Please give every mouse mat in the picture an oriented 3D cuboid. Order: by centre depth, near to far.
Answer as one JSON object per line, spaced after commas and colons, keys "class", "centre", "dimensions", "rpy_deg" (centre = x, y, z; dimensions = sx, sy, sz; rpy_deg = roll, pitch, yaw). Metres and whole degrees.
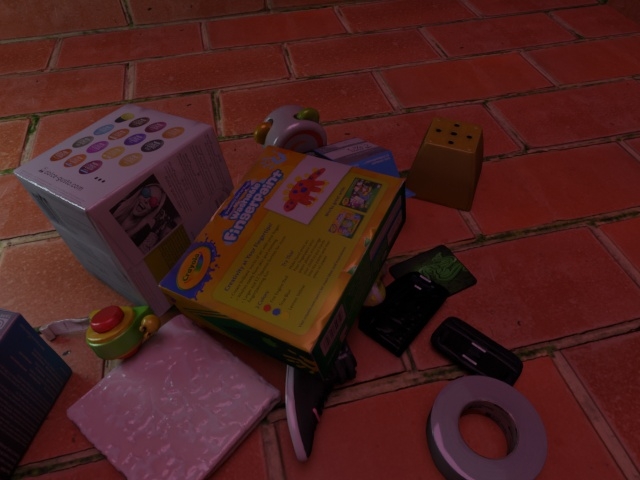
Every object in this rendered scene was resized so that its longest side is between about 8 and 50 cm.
{"class": "mouse mat", "centre": [0.295, 0.091, 1.225], "dimensions": [0.190, 0.007, 0.152], "rpy_deg": [-21, 51, -18]}

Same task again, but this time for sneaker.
{"class": "sneaker", "centre": [0.007, 0.304, 0.973], "dimensions": [0.147, 0.104, 0.295], "rpy_deg": [-5, 44, 3]}
{"class": "sneaker", "centre": [0.097, 0.087, 1.176], "dimensions": [0.126, 0.091, 0.240], "rpy_deg": [-21, 21, 18]}

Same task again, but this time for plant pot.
{"class": "plant pot", "centre": [0.384, -0.247, 1.403], "dimensions": [0.212, 0.187, 0.212], "rpy_deg": [16, 50, 15]}

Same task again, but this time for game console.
{"class": "game console", "centre": [0.283, 0.223, 1.084], "dimensions": [0.361, 0.044, 0.213], "rpy_deg": [33, 60, 26]}

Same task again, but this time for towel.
{"class": "towel", "centre": [-0.304, 0.346, 0.978], "dimensions": [0.332, 0.053, 0.317], "rpy_deg": [30, 56, 25]}

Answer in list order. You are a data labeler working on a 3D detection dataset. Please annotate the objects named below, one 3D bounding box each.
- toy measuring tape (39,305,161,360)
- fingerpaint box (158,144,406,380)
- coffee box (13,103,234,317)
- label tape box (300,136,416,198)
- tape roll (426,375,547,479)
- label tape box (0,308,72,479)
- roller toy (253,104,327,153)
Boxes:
{"class": "toy measuring tape", "centre": [-0.507, 0.214, 1.031], "dimensions": [0.330, 0.121, 0.121], "rpy_deg": [-10, 47, 14]}
{"class": "fingerpaint box", "centre": [-0.063, 0.024, 1.043], "dimensions": [0.371, 0.163, 0.444], "rpy_deg": [18, 60, 23]}
{"class": "coffee box", "centre": [-0.431, -0.086, 1.132], "dimensions": [0.338, 0.338, 0.334], "rpy_deg": [22, 53, 33]}
{"class": "label tape box", "centre": [0.082, -0.192, 1.339], "dimensions": [0.241, 0.105, 0.334], "rpy_deg": [-20, 29, -16]}
{"class": "tape roll", "centre": [0.324, 0.385, 0.920], "dimensions": [0.219, 0.072, 0.219], "rpy_deg": [-1, 48, 1]}
{"class": "label tape box", "centre": [-0.645, 0.335, 0.861], "dimensions": [0.115, 0.249, 0.347], "rpy_deg": [9, 49, 9]}
{"class": "roller toy", "centre": [-0.091, -0.323, 1.476], "dimensions": [0.209, 0.191, 0.146], "rpy_deg": [-31, 52, -3]}
